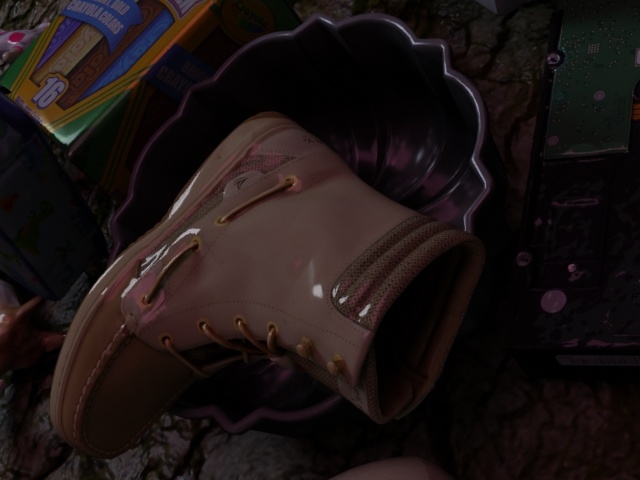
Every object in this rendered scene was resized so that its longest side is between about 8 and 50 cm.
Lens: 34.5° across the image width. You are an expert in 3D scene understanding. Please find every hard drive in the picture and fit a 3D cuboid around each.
[{"bbox_3d":[0.266,-0.066,0.713,0.236,0.064,0.339,-4,58,30],"label":"hard drive"}]

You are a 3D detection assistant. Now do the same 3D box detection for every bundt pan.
[{"bbox_3d":[0.000,0.000,0.782,0.330,0.124,0.331,-16,57,26],"label":"bundt pan"}]

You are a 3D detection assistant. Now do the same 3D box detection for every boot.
[{"bbox_3d":[-0.039,0.064,0.636,0.203,0.095,0.262,35,85,39],"label":"boot"}]

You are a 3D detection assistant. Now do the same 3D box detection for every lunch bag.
[{"bbox_3d":[-0.291,-0.057,0.885,0.176,0.219,0.090,25,64,33],"label":"lunch bag"}]

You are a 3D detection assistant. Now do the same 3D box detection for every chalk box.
[{"bbox_3d":[-0.112,-0.166,0.943,0.289,0.180,0.179,-47,47,-3],"label":"chalk box"}]

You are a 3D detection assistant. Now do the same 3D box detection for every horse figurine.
[{"bbox_3d":[-0.295,0.047,0.992,0.174,0.066,0.263,-34,50,0],"label":"horse figurine"}]

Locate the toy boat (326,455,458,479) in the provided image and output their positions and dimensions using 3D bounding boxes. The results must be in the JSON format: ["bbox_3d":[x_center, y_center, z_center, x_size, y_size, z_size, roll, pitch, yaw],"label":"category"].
[{"bbox_3d":[-0.033,0.238,0.597,0.318,0.148,0.268,19,68,-2],"label":"toy boat"}]

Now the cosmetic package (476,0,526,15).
[{"bbox_3d":[0.110,-0.465,0.825,0.327,0.329,0.393,-39,57,-14],"label":"cosmetic package"}]

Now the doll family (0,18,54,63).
[{"bbox_3d":[-0.342,-0.152,1.110,0.163,0.118,0.263,1,28,13],"label":"doll family"}]
